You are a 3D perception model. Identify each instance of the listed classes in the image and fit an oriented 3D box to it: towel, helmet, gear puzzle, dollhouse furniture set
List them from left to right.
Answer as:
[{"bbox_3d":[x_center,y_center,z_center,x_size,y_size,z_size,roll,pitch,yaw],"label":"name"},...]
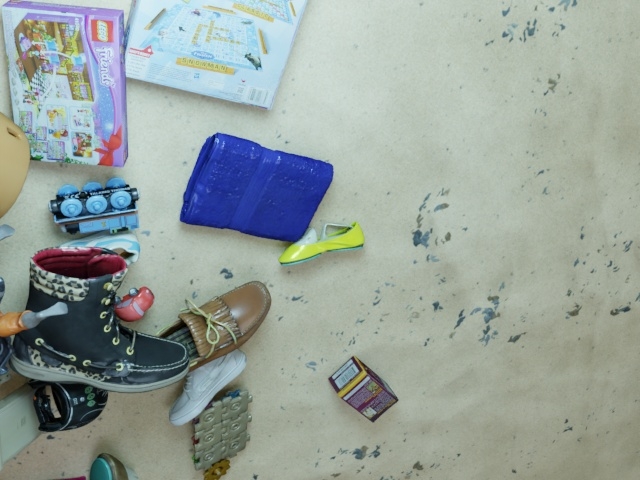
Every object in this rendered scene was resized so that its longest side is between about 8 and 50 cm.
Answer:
[{"bbox_3d":[-0.802,0.350,1.673,0.303,0.198,0.287,2,100,9],"label":"dollhouse furniture set"},{"bbox_3d":[-0.565,0.348,1.704,0.169,0.169,0.161,-59,166,18],"label":"helmet"},{"bbox_3d":[-0.275,0.538,2.056,0.175,0.044,0.339,-18,132,-30],"label":"gear puzzle"},{"bbox_3d":[-0.143,-0.116,1.682,0.308,0.076,0.228,12,122,-31],"label":"towel"}]

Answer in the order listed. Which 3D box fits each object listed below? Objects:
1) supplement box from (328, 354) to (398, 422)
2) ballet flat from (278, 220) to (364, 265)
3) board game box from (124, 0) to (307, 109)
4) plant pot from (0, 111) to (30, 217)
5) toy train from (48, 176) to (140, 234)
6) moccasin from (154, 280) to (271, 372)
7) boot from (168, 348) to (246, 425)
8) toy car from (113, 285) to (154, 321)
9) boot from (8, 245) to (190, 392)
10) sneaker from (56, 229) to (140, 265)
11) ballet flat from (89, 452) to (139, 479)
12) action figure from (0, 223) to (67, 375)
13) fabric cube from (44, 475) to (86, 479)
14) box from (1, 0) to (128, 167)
[{"bbox_3d":[0.123,0.425,2.145,0.104,0.081,0.188,-42,128,4],"label":"supplement box"},{"bbox_3d":[0.000,0.000,1.828,0.230,0.077,0.077,-12,104,-21],"label":"ballet flat"},{"bbox_3d":[-0.196,-0.438,1.446,0.318,0.066,0.318,9,117,-29],"label":"board game box"},{"bbox_3d":[-0.650,-0.144,1.305,0.291,0.291,0.203,-50,143,11],"label":"plant pot"},{"bbox_3d":[-0.463,-0.064,1.557,0.184,0.080,0.105,-11,130,-19],"label":"toy train"},{"bbox_3d":[-0.287,0.215,1.773,0.380,0.139,0.147,-27,163,2],"label":"moccasin"},{"bbox_3d":[-0.316,0.344,1.894,0.258,0.095,0.123,-44,118,1],"label":"boot"},{"bbox_3d":[-0.498,0.206,1.699,0.238,0.053,0.225,-1,127,-19],"label":"toy car"},{"bbox_3d":[-0.440,0.165,1.567,0.377,0.138,0.284,9,121,-15],"label":"boot"},{"bbox_3d":[-0.495,0.047,1.603,0.228,0.092,0.087,-27,130,-6],"label":"sneaker"},{"bbox_3d":[-0.546,0.673,1.984,0.124,0.116,0.343,-11,127,-43],"label":"ballet flat"},{"bbox_3d":[-0.690,0.113,1.416,0.330,0.178,0.341,-37,100,14],"label":"action figure"},{"bbox_3d":[-0.709,0.778,1.870,0.254,0.258,0.259,3,119,-26],"label":"fabric cube"},{"bbox_3d":[-0.464,-0.283,1.390,0.200,0.057,0.293,5,121,-5],"label":"box"}]
